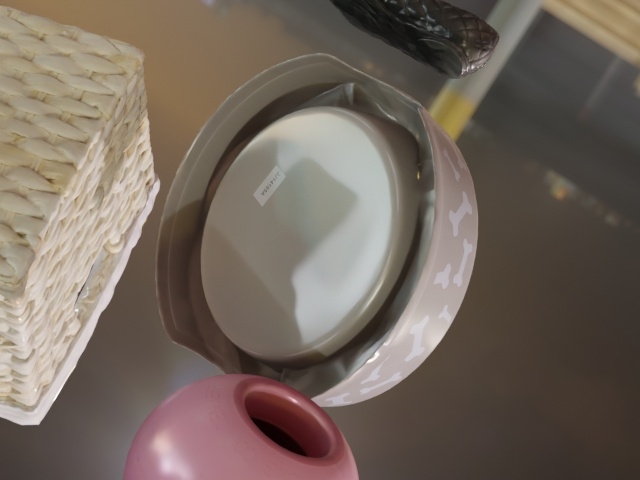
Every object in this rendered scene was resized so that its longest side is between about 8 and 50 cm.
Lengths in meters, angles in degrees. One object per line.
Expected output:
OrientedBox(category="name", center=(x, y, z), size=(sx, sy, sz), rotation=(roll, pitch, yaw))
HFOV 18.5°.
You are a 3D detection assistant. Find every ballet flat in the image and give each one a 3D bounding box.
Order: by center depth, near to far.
OrientedBox(category="ballet flat", center=(0.059, -0.180, 1.490), size=(0.173, 0.057, 0.049), rotation=(38, -128, 19))

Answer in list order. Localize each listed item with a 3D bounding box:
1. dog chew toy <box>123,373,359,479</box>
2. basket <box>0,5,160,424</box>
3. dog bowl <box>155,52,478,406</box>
OrientedBox(category="dog chew toy", center=(-0.109, 0.277, 1.717), size=(0.206, 0.332, 0.206), rotation=(27, -154, -14))
OrientedBox(category="basket", center=(-0.367, -0.052, 1.937), size=(0.331, 0.328, 0.266), rotation=(18, 147, 9))
OrientedBox(category="dog bowl", center=(0.000, 0.000, 1.874), size=(0.102, 0.349, 0.349), rotation=(23, -169, -47))
